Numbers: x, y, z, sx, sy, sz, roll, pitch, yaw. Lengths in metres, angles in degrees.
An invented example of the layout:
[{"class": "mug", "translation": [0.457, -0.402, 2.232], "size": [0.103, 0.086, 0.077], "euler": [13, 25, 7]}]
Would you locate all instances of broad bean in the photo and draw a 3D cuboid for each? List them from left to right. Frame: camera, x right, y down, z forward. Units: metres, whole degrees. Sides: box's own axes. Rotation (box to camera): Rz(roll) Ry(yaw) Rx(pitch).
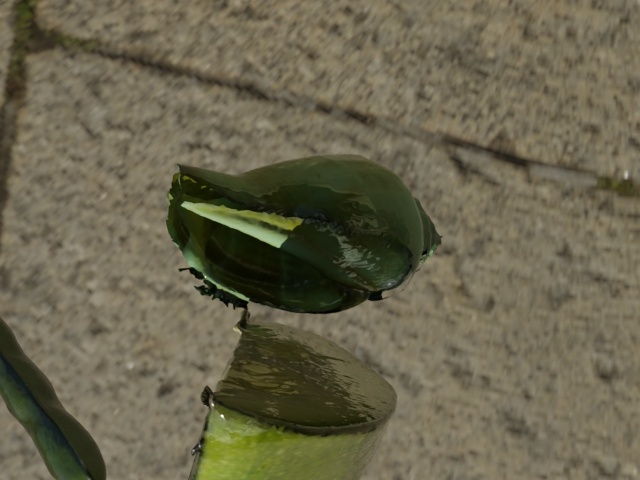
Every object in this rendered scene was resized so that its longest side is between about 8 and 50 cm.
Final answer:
[{"class": "broad bean", "translation": [-0.217, 0.096, 1.158], "size": [0.227, 0.039, 0.069], "euler": [53, 158, 17]}]

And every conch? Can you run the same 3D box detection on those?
[{"class": "conch", "translation": [0.000, -0.003, 0.924], "size": [0.200, 0.079, 0.095], "euler": [-2, 113, -30]}]

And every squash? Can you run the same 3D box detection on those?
[{"class": "squash", "translation": [-0.007, 0.071, 0.808], "size": [0.093, 0.169, 0.252], "euler": [17, 151, 0]}]
